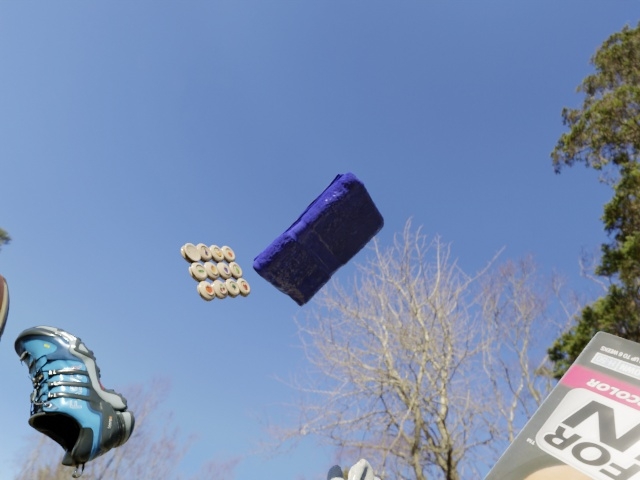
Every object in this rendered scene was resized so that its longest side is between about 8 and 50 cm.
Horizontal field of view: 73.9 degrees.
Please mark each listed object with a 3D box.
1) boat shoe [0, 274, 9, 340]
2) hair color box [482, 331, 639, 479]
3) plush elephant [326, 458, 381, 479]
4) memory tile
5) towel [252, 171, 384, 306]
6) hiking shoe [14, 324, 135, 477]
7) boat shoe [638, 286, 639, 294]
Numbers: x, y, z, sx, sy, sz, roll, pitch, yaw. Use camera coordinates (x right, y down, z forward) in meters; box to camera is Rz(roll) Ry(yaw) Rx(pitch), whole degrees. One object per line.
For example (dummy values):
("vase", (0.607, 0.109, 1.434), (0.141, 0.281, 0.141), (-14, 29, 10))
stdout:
("boat shoe", (-0.463, 0.148, 0.443), (0.122, 0.324, 0.120), (5, -38, 5))
("hair color box", (0.196, 0.245, 0.278), (0.185, 0.374, 0.114), (15, -42, 57))
("plush elephant", (0.045, 0.586, 0.882), (0.330, 0.255, 0.272), (1, -54, 44))
("memory tile", (-0.189, 0.057, 0.787), (0.012, 0.148, 0.113), (-32, -105, 19))
("towel", (0.000, 0.000, 1.003), (0.076, 0.308, 0.228), (45, -3, 38))
("hiking shoe", (-0.484, 0.277, 0.790), (0.304, 0.132, 0.113), (39, -73, 12))
("boat shoe", (0.627, 0.099, 0.756), (0.108, 0.102, 0.301), (0, -92, -11))
